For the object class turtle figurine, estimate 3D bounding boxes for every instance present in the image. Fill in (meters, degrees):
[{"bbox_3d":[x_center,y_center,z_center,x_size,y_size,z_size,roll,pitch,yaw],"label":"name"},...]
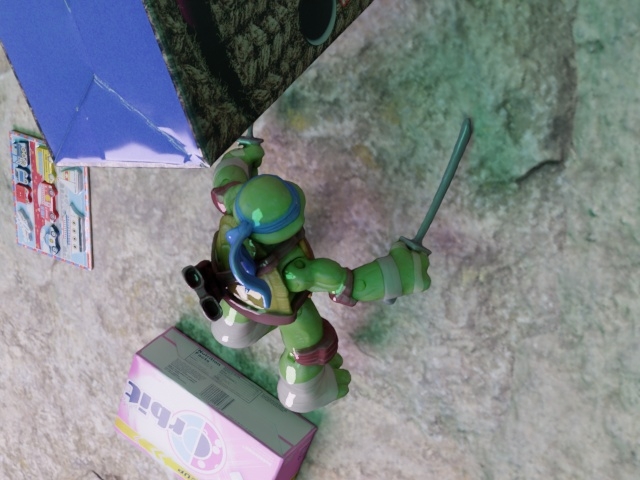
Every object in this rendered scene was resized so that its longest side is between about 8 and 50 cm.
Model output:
[{"bbox_3d":[0.000,0.000,1.166,0.197,0.275,0.266,14,143,3],"label":"turtle figurine"}]

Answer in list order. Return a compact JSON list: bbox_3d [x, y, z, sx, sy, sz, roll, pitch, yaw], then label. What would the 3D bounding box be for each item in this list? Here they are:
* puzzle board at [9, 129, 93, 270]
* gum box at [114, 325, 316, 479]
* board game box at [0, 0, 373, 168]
[{"bbox_3d":[-0.266,-0.038,1.387,0.096,0.011,0.128,18,122,27],"label":"puzzle board"},{"bbox_3d":[-0.108,0.177,1.353,0.188,0.062,0.107,34,127,16],"label":"gum box"},{"bbox_3d":[-0.090,-0.221,0.964,0.141,0.291,0.232,3,127,33],"label":"board game box"}]
